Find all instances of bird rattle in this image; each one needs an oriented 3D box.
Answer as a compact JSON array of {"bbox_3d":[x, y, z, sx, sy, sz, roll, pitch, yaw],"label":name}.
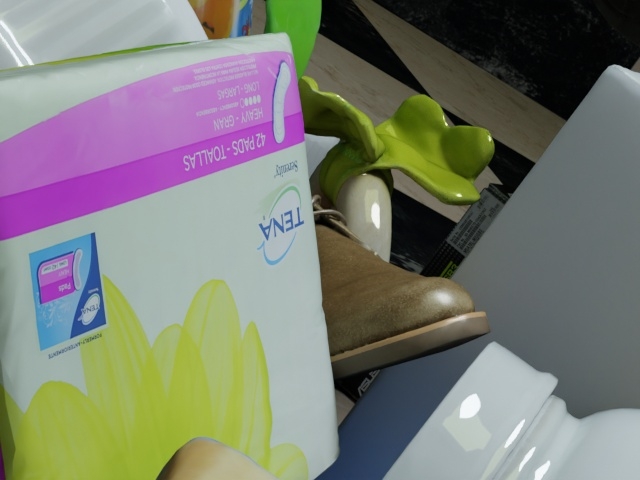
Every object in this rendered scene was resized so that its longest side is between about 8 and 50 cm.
[{"bbox_3d":[0.000,0.000,1.185,0.143,0.253,0.206,18,58,-22],"label":"bird rattle"}]

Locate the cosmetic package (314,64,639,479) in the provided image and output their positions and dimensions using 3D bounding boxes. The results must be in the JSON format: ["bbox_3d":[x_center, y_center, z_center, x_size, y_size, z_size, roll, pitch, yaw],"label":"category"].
[{"bbox_3d":[0.264,0.121,1.080,0.329,0.327,0.394,41,16,18],"label":"cosmetic package"}]

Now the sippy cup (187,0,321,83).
[{"bbox_3d":[-0.147,-0.198,1.251,0.306,0.224,0.240,12,11,0],"label":"sippy cup"}]

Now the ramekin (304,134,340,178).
[{"bbox_3d":[-0.079,-0.104,1.467,0.207,0.109,0.207,33,14,-9],"label":"ramekin"}]

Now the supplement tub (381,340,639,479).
[{"bbox_3d":[0.142,0.219,0.667,0.331,0.241,0.241,37,14,7],"label":"supplement tub"}]

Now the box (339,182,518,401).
[{"bbox_3d":[0.117,0.045,1.265,0.045,0.190,0.184,41,16,18],"label":"box"}]

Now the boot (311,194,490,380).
[{"bbox_3d":[-0.015,0.020,0.952,0.112,0.115,0.305,-10,5,-29],"label":"boot"}]

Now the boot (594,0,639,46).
[{"bbox_3d":[0.357,-0.149,1.121,0.284,0.138,0.377,12,27,-28],"label":"boot"}]

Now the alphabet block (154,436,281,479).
[{"bbox_3d":[-0.017,0.206,0.461,0.193,0.192,0.197,32,13,-5],"label":"alphabet block"}]

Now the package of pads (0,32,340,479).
[{"bbox_3d":[-0.090,0.035,0.720,0.101,0.229,0.296,-2,10,24],"label":"package of pads"}]

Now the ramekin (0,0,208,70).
[{"bbox_3d":[-0.161,-0.095,0.948,0.273,0.127,0.273,45,-22,24],"label":"ramekin"}]
